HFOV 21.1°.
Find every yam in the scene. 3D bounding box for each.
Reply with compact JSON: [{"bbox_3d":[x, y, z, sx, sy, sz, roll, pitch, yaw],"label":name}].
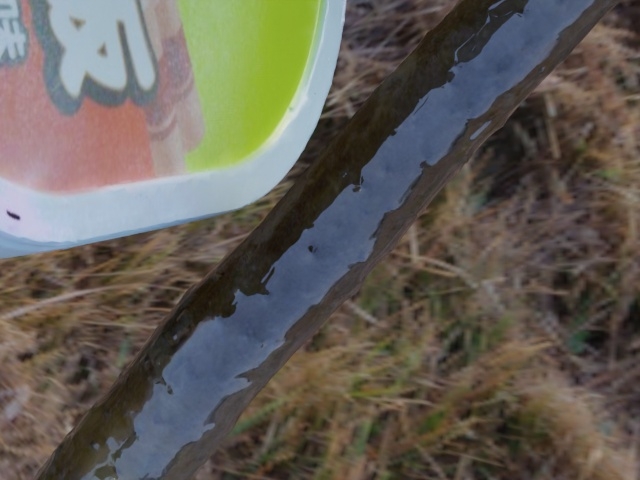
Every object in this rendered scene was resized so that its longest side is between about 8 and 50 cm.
[{"bbox_3d":[0.000,0.000,0.531,0.045,0.045,0.327,19,121,-43],"label":"yam"}]

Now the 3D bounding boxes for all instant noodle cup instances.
[{"bbox_3d":[-0.185,-0.137,0.572,0.308,0.294,0.294,3,87,28],"label":"instant noodle cup"}]
